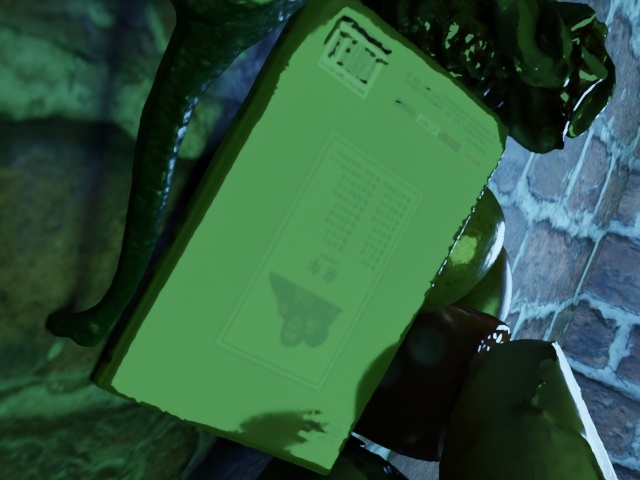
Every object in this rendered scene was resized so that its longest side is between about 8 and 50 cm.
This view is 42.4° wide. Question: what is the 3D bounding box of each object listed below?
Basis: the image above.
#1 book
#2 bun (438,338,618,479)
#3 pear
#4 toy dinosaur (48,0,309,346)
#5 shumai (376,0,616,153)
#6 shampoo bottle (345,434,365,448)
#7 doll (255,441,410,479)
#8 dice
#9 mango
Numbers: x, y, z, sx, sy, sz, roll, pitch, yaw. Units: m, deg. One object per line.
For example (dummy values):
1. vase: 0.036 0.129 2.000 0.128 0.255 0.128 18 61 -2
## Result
1. book: 0.000 0.000 0.674 0.239 0.035 0.352 31 86 -34
2. bun: 0.204 0.247 0.809 0.299 0.164 0.299 60 15 -28
3. pear: 0.097 -0.008 0.832 0.136 0.167 0.167 23 90 -42
4. toy dinosaur: -0.012 -0.126 0.475 0.087 0.446 0.301 -96 166 -70
5. shumai: 0.179 -0.199 0.787 0.255 0.218 0.189 11 106 -60
6. shampoo bottle: -0.022 0.357 1.009 0.102 0.064 0.260 28 86 -61
7. doll: 0.027 0.337 0.844 0.247 0.247 0.349 -64 149 -7
8. dice: 0.106 0.142 0.960 0.175 0.179 0.174 15 97 -59
9. mango: 0.165 0.123 1.111 0.289 0.129 0.146 -59 -173 9
